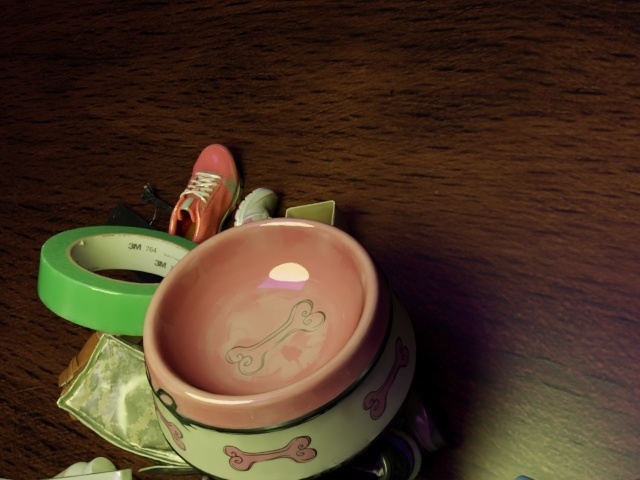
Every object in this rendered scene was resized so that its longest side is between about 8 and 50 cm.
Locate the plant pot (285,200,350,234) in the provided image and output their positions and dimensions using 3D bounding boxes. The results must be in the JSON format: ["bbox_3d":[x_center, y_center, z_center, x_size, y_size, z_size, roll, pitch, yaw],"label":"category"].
[{"bbox_3d":[0.000,0.000,1.338,0.108,0.096,0.109,-8,63,31],"label":"plant pot"}]

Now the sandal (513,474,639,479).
[{"bbox_3d":[0.295,0.379,0.946,0.317,0.126,0.138,-29,51,18],"label":"sandal"}]

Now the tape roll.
[{"bbox_3d":[-0.338,0.064,1.271,0.321,0.321,0.077,28,114,39],"label":"tape roll"}]

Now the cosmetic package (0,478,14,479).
[{"bbox_3d":[-0.707,0.647,1.511,0.117,0.085,0.231,-32,55,17],"label":"cosmetic package"}]

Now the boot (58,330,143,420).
[{"bbox_3d":[-0.460,0.309,1.488,0.220,0.109,0.283,-42,49,8],"label":"boot"}]

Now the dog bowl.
[{"bbox_3d":[-0.070,0.132,1.012,0.407,0.150,0.408,-9,43,8],"label":"dog bowl"}]

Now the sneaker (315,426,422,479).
[{"bbox_3d":[-0.008,0.295,1.023,0.293,0.146,0.102,6,88,21],"label":"sneaker"}]

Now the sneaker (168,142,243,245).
[{"bbox_3d":[-0.251,-0.076,1.503,0.115,0.136,0.314,7,73,13],"label":"sneaker"}]

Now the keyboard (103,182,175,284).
[{"bbox_3d":[-0.407,-0.016,1.663,0.317,0.033,0.202,30,91,39],"label":"keyboard"}]

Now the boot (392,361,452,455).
[{"bbox_3d":[0.020,0.238,1.188,0.284,0.138,0.378,-36,61,14],"label":"boot"}]

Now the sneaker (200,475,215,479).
[{"bbox_3d":[-0.140,0.507,1.193,0.270,0.090,0.145,24,85,42],"label":"sneaker"}]

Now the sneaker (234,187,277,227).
[{"bbox_3d":[-0.117,0.010,1.418,0.111,0.103,0.253,5,66,18],"label":"sneaker"}]

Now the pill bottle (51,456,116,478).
[{"bbox_3d":[-0.501,0.515,1.423,0.184,0.103,0.103,-34,53,16],"label":"pill bottle"}]

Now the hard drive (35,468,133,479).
[{"bbox_3d":[-0.434,0.616,1.294,0.232,0.047,0.353,-14,76,22],"label":"hard drive"}]

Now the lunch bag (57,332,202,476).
[{"bbox_3d":[-0.249,0.307,1.186,0.286,0.235,0.169,27,77,16],"label":"lunch bag"}]
